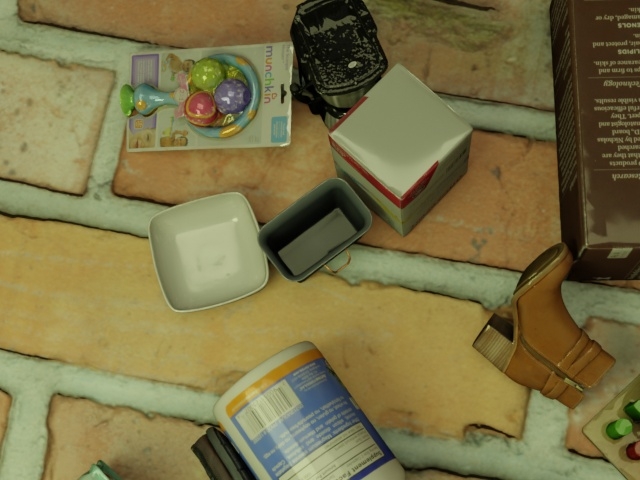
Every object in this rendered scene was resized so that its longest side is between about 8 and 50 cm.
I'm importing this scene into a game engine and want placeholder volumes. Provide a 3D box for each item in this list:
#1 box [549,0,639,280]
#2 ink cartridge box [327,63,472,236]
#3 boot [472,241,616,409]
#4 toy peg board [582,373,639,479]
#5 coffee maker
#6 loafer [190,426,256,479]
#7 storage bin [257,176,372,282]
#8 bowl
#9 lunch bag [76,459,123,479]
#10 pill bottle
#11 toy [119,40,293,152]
[{"bbox_3d":[0.366,-0.153,1.532,0.143,0.191,0.381,1,77,4],"label":"box"},{"bbox_3d":[0.100,-0.108,1.547,0.127,0.176,0.128,43,82,14],"label":"ink cartridge box"},{"bbox_3d":[0.293,0.105,1.501,0.152,0.197,0.073,34,38,4],"label":"boot"},{"bbox_3d":[0.432,0.231,1.495,0.161,0.079,0.160,-42,78,-6],"label":"toy peg board"},{"bbox_3d":[0.026,-0.237,1.579,0.120,0.178,0.171,1,77,3],"label":"coffee maker"},{"bbox_3d":[-0.078,0.369,1.485,0.095,0.109,0.302,-35,80,-1],"label":"loafer"},{"bbox_3d":[0.000,0.000,1.570,0.135,0.091,0.098,-37,77,-4],"label":"storage bin"},{"bbox_3d":[-0.140,0.020,1.594,0.142,0.053,0.142,-16,76,0],"label":"bowl"},{"bbox_3d":[-0.243,0.424,1.455,0.262,0.160,0.223,45,80,1],"label":"lunch bag"},{"bbox_3d":[0.005,0.268,1.476,0.152,0.152,0.272,-35,78,-5],"label":"pill bottle"},{"bbox_3d":[-0.155,-0.188,1.606,0.237,0.056,0.137,-1,84,24],"label":"toy"}]
